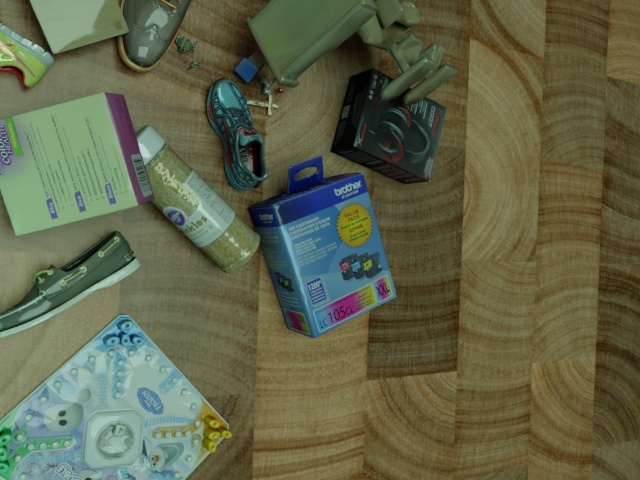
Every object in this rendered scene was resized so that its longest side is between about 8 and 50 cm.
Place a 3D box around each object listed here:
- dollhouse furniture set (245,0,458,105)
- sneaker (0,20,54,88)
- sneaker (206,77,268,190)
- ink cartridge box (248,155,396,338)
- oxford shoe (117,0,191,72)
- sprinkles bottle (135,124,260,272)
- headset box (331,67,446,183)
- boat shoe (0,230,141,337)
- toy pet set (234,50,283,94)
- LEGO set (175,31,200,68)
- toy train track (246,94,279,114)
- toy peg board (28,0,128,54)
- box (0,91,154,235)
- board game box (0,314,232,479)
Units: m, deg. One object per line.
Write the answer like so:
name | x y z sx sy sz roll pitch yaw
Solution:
dollhouse furniture set | 0.065 -0.484 1.455 0.394 0.257 0.361 -11 71 -57
sneaker | -0.619 -0.362 1.178 0.209 0.081 0.094 29 79 -29
sneaker | -0.173 -0.246 1.428 0.104 0.125 0.261 -23 103 -30
ink cartridge box | 0.000 0.000 1.531 0.270 0.151 0.395 -24 102 -29
oxford shoe | -0.328 -0.532 1.321 0.130 0.133 0.363 21 80 -31
sprinkles bottle | -0.288 -0.085 1.364 0.355 0.121 0.121 47 69 -24
headset box | 0.197 -0.290 1.662 0.293 0.110 0.217 20 80 -30
boat shoe | -0.510 0.085 1.244 0.305 0.109 0.091 -34 108 -33
toy pet set | -0.135 -0.381 1.457 0.114 0.122 0.065 43 75 -8
LEGO set | -0.303 -0.428 1.409 0.054 0.023 0.083 -14 112 -28
toy train track | -0.140 -0.329 1.513 0.083 0.014 0.048 3 97 -26
toy peg board | -0.499 -0.470 1.254 0.161 0.079 0.160 -29 111 -27
box | -0.473 -0.146 1.188 0.243 0.117 0.213 -14 100 3
board game box | -0.436 0.425 1.329 0.390 0.050 0.389 -45 113 -23
